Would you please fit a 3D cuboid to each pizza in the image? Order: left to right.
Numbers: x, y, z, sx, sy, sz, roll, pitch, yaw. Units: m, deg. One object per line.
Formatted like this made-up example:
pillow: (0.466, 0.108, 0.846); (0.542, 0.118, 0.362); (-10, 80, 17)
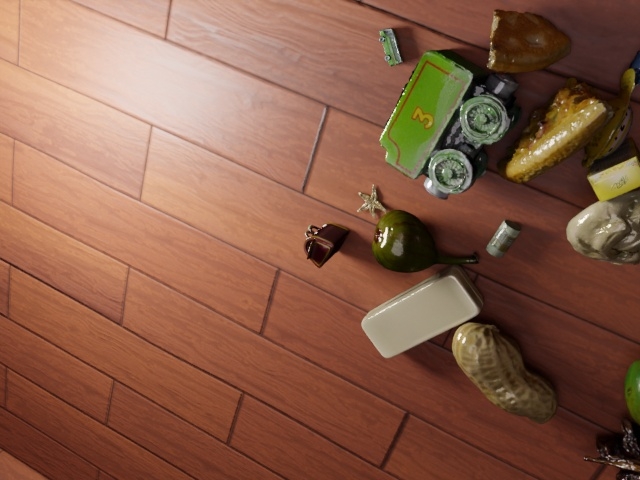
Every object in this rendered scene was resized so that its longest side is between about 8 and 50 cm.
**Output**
pizza: (0.402, -0.411, 1.223); (0.161, 0.182, 0.062); (60, 165, 12)
pizza: (0.453, -0.197, 1.192); (0.087, 0.268, 0.258); (35, 117, -3)

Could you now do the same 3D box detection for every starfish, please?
starfish: (0.135, -0.098, 1.523); (0.092, 0.016, 0.086); (32, 122, 16)

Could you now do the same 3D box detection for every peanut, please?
peanut: (0.461, 0.332, 1.488); (0.325, 0.140, 0.153); (40, 79, -4)

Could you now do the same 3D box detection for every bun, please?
bun: (0.637, -0.017, 1.222); (0.237, 0.210, 0.116); (-16, 61, 24)

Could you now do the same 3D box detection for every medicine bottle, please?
medicine bottle: (0.433, -0.004, 1.410); (0.047, 0.047, 0.083); (32, 121, 9)

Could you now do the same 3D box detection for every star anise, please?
star anise: (0.784, 0.530, 1.432); (0.190, 0.126, 0.220); (32, 117, 5)

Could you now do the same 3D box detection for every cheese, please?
cheese: (0.588, -0.259, 1.183); (0.064, 0.156, 0.250); (22, 104, 5)

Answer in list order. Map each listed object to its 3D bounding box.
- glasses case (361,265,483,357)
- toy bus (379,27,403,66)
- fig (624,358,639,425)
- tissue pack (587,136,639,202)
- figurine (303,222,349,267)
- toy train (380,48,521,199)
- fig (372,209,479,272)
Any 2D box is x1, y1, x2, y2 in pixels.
glasses case: (0.261, 0.189, 1.553); (0.313, 0.070, 0.131); (-35, 94, 31)
toy bus: (0.161, -0.443, 1.361); (0.037, 0.031, 0.083); (-13, 105, 21)
fig: (0.778, 0.349, 1.335); (0.181, 0.181, 0.191); (-35, 72, 31)
tissue pack: (0.599, -0.144, 1.202); (0.095, 0.176, 0.062); (-27, 99, 30)
figurine: (-0.001, 0.001, 1.544); (0.098, 0.154, 0.082); (39, 122, 9)
toy train: (0.280, -0.251, 1.310); (0.249, 0.173, 0.307); (35, 121, 14)
fig: (0.255, 0.021, 1.481); (0.259, 0.151, 0.151); (17, 120, -14)
